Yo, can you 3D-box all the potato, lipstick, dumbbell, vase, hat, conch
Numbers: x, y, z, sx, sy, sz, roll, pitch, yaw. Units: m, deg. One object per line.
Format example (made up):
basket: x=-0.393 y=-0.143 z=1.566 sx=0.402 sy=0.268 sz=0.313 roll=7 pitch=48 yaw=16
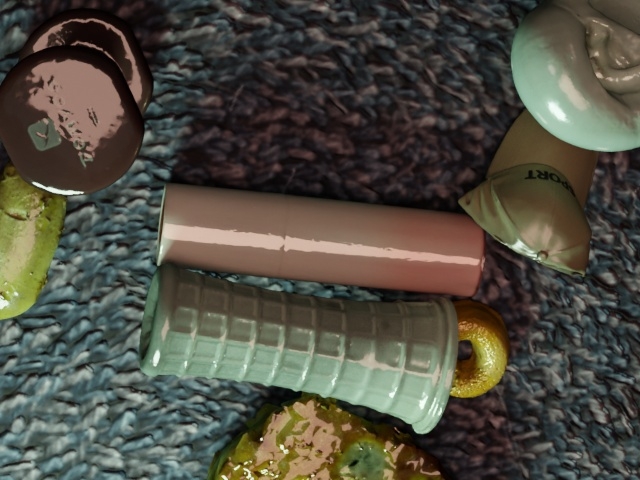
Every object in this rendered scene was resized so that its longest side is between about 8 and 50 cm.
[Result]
potato: x=-0.311 y=-0.001 z=1.829 sx=0.105 sy=0.085 sz=0.188 roll=26 pitch=100 yaw=10
lipstick: x=0.000 y=0.000 z=1.853 sx=0.327 sy=0.087 sz=0.087 roll=6 pitch=106 yaw=-7
dumbbell: x=-0.229 y=-0.134 z=1.719 sx=0.124 sy=0.225 sz=0.140 roll=-23 pitch=106 yaw=5
vase: x=-0.026 y=0.101 z=1.821 sx=0.299 sy=0.143 sz=0.143 roll=11 pitch=105 yaw=-12
hat: x=0.232 y=-0.060 z=1.838 sx=0.147 sy=0.085 sz=0.175 roll=24 pitch=80 yaw=-16
conch: x=0.294 y=-0.180 z=1.811 sx=0.221 sy=0.121 sz=0.185 roll=1 pitch=92 yaw=-13

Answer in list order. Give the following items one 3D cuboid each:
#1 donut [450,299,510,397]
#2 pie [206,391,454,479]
donut: x=0.156 y=0.116 z=1.929 sx=0.097 sy=0.043 sz=0.108 roll=-29 pitch=111 yaw=4
pie: x=0.000 y=0.329 z=1.944 sx=0.288 sy=0.103 sz=0.355 roll=12 pitch=103 yaw=-8
